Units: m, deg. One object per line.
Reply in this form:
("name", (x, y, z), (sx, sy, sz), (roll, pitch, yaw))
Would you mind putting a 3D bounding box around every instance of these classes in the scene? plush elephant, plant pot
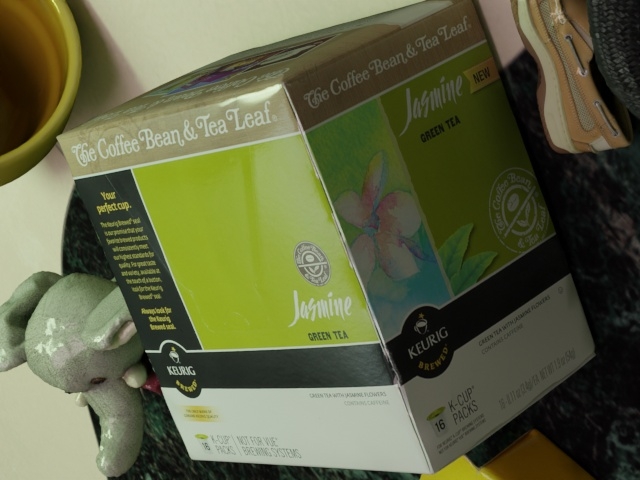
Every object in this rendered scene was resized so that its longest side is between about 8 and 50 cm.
("plush elephant", (-0.171, 0.105, 1.643), (0.272, 0.255, 0.330), (-13, 103, 53))
("plant pot", (-0.385, -0.152, 1.759), (0.254, 0.254, 0.239), (55, 160, 7))

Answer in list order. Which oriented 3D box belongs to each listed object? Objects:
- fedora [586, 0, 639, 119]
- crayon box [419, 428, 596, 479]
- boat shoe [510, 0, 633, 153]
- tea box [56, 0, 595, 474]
("fedora", (0.282, -0.206, 0.950), (0.334, 0.334, 0.152), (110, 156, -46))
("crayon box", (0.216, 0.308, 1.469), (0.318, 0.081, 0.202), (41, 139, 24))
("boat shoe", (0.189, -0.151, 1.215), (0.072, 0.068, 0.190), (2, 126, 36))
("tea box", (0.000, 0.000, 1.400), (0.329, 0.220, 0.323), (-5, 110, 51))
